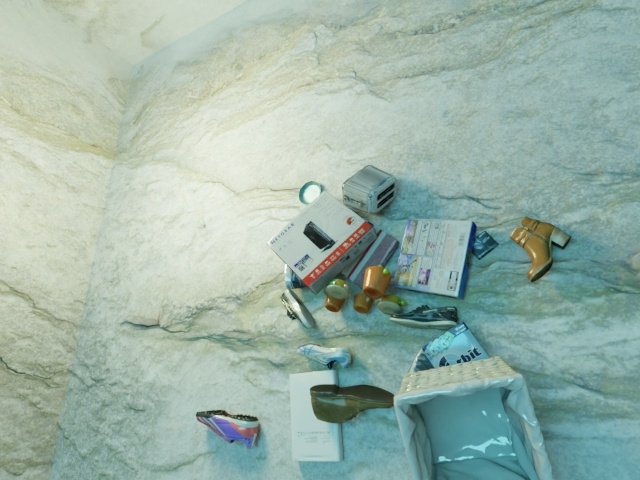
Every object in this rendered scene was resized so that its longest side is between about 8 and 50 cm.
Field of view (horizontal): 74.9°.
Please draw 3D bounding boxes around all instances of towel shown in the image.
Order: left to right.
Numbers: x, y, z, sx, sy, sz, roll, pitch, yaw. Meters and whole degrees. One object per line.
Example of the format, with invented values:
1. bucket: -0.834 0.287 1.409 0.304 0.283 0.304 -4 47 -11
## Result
1. towel: 0.133 0.021 1.698 0.329 0.037 0.237 38 95 36

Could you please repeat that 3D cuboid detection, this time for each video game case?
1. video game case: 0.404 0.058 1.486 0.245 0.061 0.269 6 76 39

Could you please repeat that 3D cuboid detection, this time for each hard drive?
1. hard drive: -0.021 0.654 1.564 0.203 0.040 0.307 -15 65 27

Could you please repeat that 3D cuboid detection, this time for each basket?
1. basket: 0.403 0.519 1.129 0.329 0.266 0.330 -16 83 14

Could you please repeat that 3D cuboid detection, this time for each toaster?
1. toaster: 0.203 -0.204 1.657 0.147 0.129 0.227 31 53 32

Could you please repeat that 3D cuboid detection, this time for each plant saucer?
1. plant saucer: -0.045 -0.214 1.904 0.120 0.021 0.119 -11 68 28

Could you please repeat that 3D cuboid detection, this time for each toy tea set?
1. toy tea set: 0.144 0.179 1.561 0.337 0.200 0.124 -5 46 32

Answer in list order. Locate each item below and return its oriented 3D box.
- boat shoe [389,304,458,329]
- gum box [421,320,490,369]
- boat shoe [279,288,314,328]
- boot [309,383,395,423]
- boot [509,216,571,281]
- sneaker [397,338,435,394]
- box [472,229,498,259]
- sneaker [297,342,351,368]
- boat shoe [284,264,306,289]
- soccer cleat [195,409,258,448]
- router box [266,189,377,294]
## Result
1. boat shoe: 0.355 0.263 1.447 0.233 0.084 0.079 -5 62 28
2. gum box: 0.433 0.370 1.295 0.157 0.041 0.184 -37 74 10
3. boat shoe: -0.100 0.294 1.727 0.070 0.078 0.219 -48 47 8
4. boot: 0.115 0.576 1.467 0.306 0.112 0.115 -4 88 18
5. boot: 0.673 0.025 1.334 0.152 0.073 0.197 35 81 35
6. sneaker: 0.327 0.440 1.384 0.105 0.115 0.281 40 77 6
7. box: 0.557 0.016 1.440 0.083 0.018 0.067 -42 56 14
8. sneaker: 0.006 0.442 1.596 0.238 0.085 0.086 -4 66 33
9. boat shoe: -0.093 0.062 1.787 0.102 0.108 0.300 -7 61 12
10. soccer cleat: -0.396 0.771 1.725 0.319 0.109 0.116 -4 75 29
11. router box: 0.000 0.000 1.663 0.335 0.082 0.301 -43 54 -8
